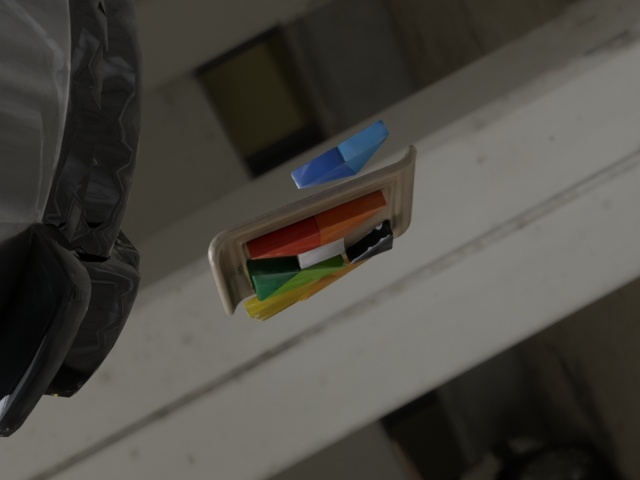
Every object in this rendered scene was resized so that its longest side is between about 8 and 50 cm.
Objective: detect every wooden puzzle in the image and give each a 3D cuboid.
[{"bbox_3d":[0.000,0.000,0.507,0.014,0.078,0.116,62,180,17],"label":"wooden puzzle"}]

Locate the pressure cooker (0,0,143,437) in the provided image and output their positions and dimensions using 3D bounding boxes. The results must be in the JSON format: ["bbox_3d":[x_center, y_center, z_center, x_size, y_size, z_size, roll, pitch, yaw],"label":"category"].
[{"bbox_3d":[-0.297,-0.070,0.767,0.420,0.375,0.370,16,-118,-50],"label":"pressure cooker"}]
